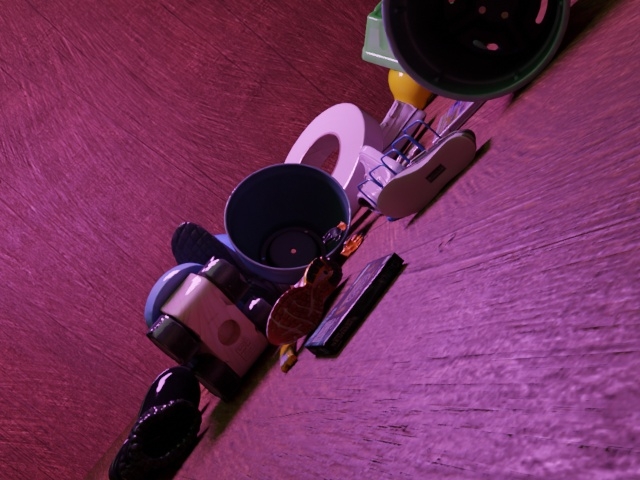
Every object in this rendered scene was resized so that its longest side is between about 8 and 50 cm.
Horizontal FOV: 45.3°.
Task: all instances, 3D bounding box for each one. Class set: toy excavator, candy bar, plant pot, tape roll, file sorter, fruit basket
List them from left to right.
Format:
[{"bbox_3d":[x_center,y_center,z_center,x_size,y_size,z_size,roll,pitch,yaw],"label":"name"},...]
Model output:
[{"bbox_3d":[-0.275,0.215,1.809,0.445,0.433,0.222,14,59,52],"label":"toy excavator"},{"bbox_3d":[-0.061,0.209,1.430,0.040,0.018,0.161,-52,6,3],"label":"candy bar"},{"bbox_3d":[-0.072,-0.010,1.840,0.293,0.293,0.196,-52,-20,-25],"label":"plant pot"},{"bbox_3d":[0.014,-0.186,2.082,0.392,0.072,0.392,-36,40,37],"label":"tape roll"},{"bbox_3d":[0.170,-0.139,1.531,0.170,0.104,0.118,-51,5,-12],"label":"file sorter"},{"bbox_3d":[0.337,-0.622,2.603,0.283,0.392,0.392,-52,6,-23],"label":"fruit basket"},{"bbox_3d":[0.333,-0.474,1.538,0.341,0.341,0.334,-46,-2,28],"label":"plant pot"}]

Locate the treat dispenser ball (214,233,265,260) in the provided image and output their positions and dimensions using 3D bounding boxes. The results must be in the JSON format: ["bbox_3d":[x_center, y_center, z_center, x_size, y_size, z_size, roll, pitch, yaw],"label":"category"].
[{"bbox_3d":[-0.272,0.126,2.190,0.288,0.288,0.288,-49,6,7],"label":"treat dispenser ball"}]

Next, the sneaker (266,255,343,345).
[{"bbox_3d":[-0.033,0.130,1.489,0.225,0.088,0.092,-47,-8,-43],"label":"sneaker"}]

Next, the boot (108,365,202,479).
[{"bbox_3d":[-0.339,0.394,1.729,0.260,0.131,0.348,-53,12,48],"label":"boot"}]

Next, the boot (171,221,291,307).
[{"bbox_3d":[-0.223,0.073,1.927,0.118,0.338,0.222,-44,8,9],"label":"boot"}]

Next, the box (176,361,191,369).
[{"bbox_3d":[-0.314,0.319,2.122,0.162,0.116,0.029,-46,5,27],"label":"box"}]

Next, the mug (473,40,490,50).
[{"bbox_3d":[0.394,-0.478,2.060,0.129,0.097,0.158,-48,6,8],"label":"mug"}]

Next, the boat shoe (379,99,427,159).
[{"bbox_3d":[0.151,-0.276,2.153,0.367,0.156,0.136,-53,-9,-28],"label":"boat shoe"}]

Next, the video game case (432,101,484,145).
[{"bbox_3d":[0.343,-0.318,1.784,0.193,0.023,0.212,-46,7,28],"label":"video game case"}]

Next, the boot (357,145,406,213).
[{"bbox_3d":[0.120,-0.138,1.777,0.123,0.095,0.258,-52,20,3],"label":"boot"}]

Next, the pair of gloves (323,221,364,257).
[{"bbox_3d":[0.051,-0.004,1.704,0.074,0.083,0.010,-47,-31,-22],"label":"pair of gloves"}]

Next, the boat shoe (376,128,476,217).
[{"bbox_3d":[0.196,-0.120,1.392,0.219,0.078,0.070,-37,12,28],"label":"boat shoe"}]

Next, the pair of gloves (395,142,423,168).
[{"bbox_3d":[0.183,-0.170,1.931,0.204,0.042,0.240,-48,5,9],"label":"pair of gloves"}]

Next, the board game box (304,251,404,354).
[{"bbox_3d":[0.052,0.103,1.227,0.186,0.026,0.126,-51,6,-16],"label":"board game box"}]
